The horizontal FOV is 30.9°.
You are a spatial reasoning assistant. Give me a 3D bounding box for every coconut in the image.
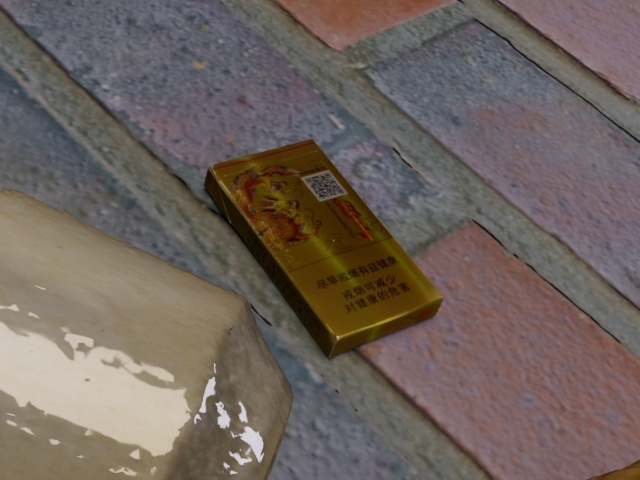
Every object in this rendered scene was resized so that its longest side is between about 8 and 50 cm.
[{"bbox_3d":[-0.132,0.085,0.495,0.222,0.202,0.202,23,45,-2],"label":"coconut"}]

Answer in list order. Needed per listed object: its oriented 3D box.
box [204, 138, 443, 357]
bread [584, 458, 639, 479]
[{"bbox_3d":[0.000,0.000,0.742,0.089,0.022,0.156,-19,56,-34],"label":"box"},{"bbox_3d":[0.244,0.183,0.484,0.328,0.148,0.337,-14,11,-34],"label":"bread"}]
